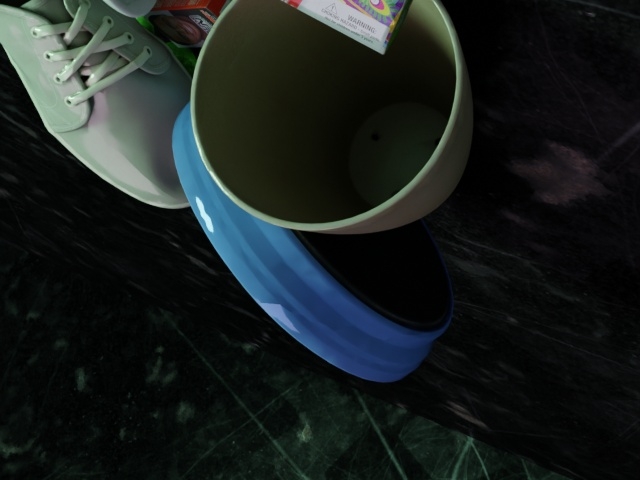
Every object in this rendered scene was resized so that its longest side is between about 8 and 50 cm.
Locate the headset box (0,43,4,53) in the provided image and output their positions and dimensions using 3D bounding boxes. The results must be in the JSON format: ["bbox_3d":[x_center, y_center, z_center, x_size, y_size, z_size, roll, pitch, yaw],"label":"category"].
[{"bbox_3d":[-0.517,-0.318,1.864,0.083,0.032,0.062,22,163,29],"label":"headset box"}]

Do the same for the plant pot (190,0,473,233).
[{"bbox_3d":[0.048,-0.113,1.207,0.256,0.257,0.274,22,179,23],"label":"plant pot"}]

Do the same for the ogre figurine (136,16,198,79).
[{"bbox_3d":[-0.224,-0.216,1.492,0.118,0.197,0.097,-108,10,-59],"label":"ogre figurine"}]

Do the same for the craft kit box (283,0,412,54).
[{"bbox_3d":[-0.016,-0.288,0.888,0.249,0.061,0.247,28,138,4],"label":"craft kit box"}]

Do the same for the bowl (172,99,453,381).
[{"bbox_3d":[0.005,-0.026,1.369,0.391,0.077,0.391,40,-155,-23],"label":"bowl"}]

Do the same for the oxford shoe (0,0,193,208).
[{"bbox_3d":[-0.264,-0.212,1.353,0.449,0.169,0.130,55,175,-19],"label":"oxford shoe"}]

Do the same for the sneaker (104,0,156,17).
[{"bbox_3d":[-0.269,-0.348,1.225,0.146,0.105,0.296,19,156,37],"label":"sneaker"}]

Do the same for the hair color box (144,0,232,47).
[{"bbox_3d":[-0.135,-0.254,1.378,0.072,0.043,0.141,39,162,-35],"label":"hair color box"}]
